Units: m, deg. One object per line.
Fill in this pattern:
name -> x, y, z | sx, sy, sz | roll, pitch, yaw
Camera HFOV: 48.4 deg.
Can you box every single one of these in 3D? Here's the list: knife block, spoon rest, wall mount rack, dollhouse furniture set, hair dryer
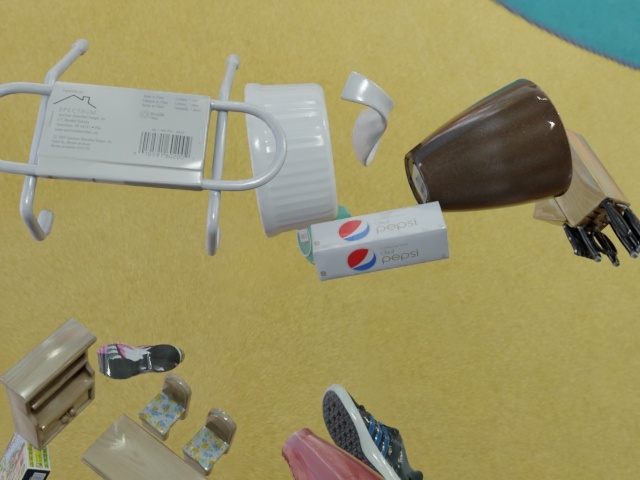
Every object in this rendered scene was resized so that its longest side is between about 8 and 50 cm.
knife block -> 0.559, -0.091, 1.433 | 0.088, 0.242, 0.275 | 13, 88, -35
spoon rest -> 0.101, -0.229, 1.370 | 0.084, 0.276, 0.137 | 21, 82, 14
wall mount rack -> -0.216, -0.141, 0.851 | 0.350, 0.130, 0.304 | 5, 67, -6
dollhouse furniture set -> -0.247, 0.235, 0.853 | 0.242, 0.161, 0.212 | 34, 51, 11
hair dryer -> 0.041, 0.310, 0.649 | 0.080, 0.223, 0.293 | -20, 83, -38

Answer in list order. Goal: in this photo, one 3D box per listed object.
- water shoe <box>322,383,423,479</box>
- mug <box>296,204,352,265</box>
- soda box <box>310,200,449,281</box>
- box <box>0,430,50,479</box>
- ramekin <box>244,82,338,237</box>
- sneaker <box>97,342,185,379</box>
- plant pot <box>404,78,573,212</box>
water shoe -> 0.076, 0.303, 1.082 | 0.080, 0.073, 0.203 | -23, 79, -44
mug -> 0.004, 0.002, 1.561 | 0.097, 0.157, 0.129 | -9, 42, -25
soda box -> 0.095, 0.002, 1.157 | 0.216, 0.069, 0.074 | -11, 39, 4
box -> -0.472, 0.384, 1.085 | 0.036, 0.114, 0.207 | 20, 109, -34
ramekin -> -0.048, -0.149, 1.272 | 0.135, 0.277, 0.277 | -8, 75, 0
sneaker -> -0.350, 0.238, 1.405 | 0.178, 0.077, 0.072 | 1, 83, 11
plant pot -> 0.270, -0.136, 1.219 | 0.230, 0.215, 0.215 | -21, 79, -6
